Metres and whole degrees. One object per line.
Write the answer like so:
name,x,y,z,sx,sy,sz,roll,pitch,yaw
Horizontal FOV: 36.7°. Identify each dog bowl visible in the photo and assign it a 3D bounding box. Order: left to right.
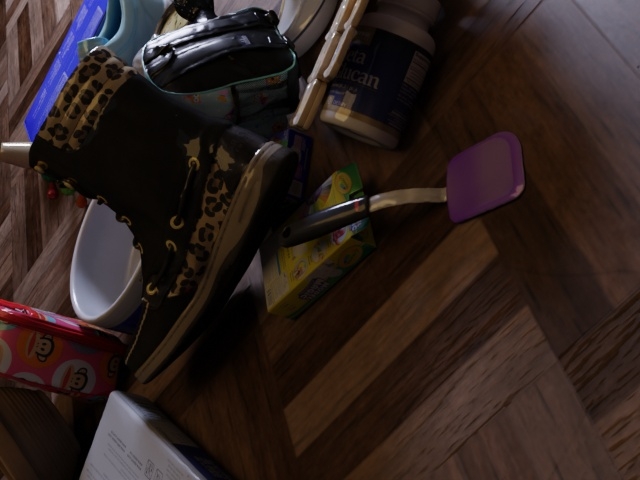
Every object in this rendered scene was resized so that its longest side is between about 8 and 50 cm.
dog bowl,-0.260,0.007,1.414,0.265,0.104,0.264,-31,48,43

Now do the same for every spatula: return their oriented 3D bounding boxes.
spatula,0.075,-0.040,1.002,0.297,0.030,0.084,-15,57,29

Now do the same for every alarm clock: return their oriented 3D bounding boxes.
alarm clock,-0.215,-0.345,1.578,0.192,0.064,0.129,-52,37,29

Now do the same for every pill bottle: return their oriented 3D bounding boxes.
pill bottle,0.071,-0.194,1.070,0.094,0.094,0.169,22,91,56

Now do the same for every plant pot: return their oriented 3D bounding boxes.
plant pot,-0.439,0.304,1.454,0.110,0.237,0.237,-34,24,-25

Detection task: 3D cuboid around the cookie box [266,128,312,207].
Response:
cookie box,-0.063,-0.086,1.246,0.107,0.040,0.091,-16,60,51

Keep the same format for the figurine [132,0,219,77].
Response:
figurine,-0.204,-0.270,1.458,0.215,0.092,0.209,-47,54,30

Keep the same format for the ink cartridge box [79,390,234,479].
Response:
ink cartridge box,-0.235,0.397,1.202,0.324,0.071,0.330,23,95,56

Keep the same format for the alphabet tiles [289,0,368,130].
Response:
alphabet tiles,0.029,-0.261,1.120,0.278,0.021,0.284,-126,59,-82

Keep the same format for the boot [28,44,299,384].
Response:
boot,-0.225,-0.027,1.194,0.377,0.284,0.138,-58,-5,31

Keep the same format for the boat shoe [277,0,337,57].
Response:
boat shoe,-0.011,-0.378,1.287,0.267,0.088,0.096,-62,35,12

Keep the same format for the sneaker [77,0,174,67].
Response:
sneaker,-0.372,-0.279,1.685,0.135,0.150,0.365,-1,71,55

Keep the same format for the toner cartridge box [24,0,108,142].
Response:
toner cartridge box,-0.480,-0.340,1.936,0.347,0.075,0.165,-58,36,16

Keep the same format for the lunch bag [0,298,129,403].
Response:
lunch bag,-0.460,0.159,1.471,0.293,0.258,0.120,4,76,55

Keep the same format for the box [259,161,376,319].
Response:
box,0.000,0.000,1.112,0.179,0.043,0.105,-44,40,35

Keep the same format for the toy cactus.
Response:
toy cactus,-0.494,-0.145,1.771,0.219,0.181,0.112,-100,25,-45

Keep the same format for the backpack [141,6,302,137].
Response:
backpack,-0.134,-0.207,1.256,0.144,0.189,0.165,95,156,-46
